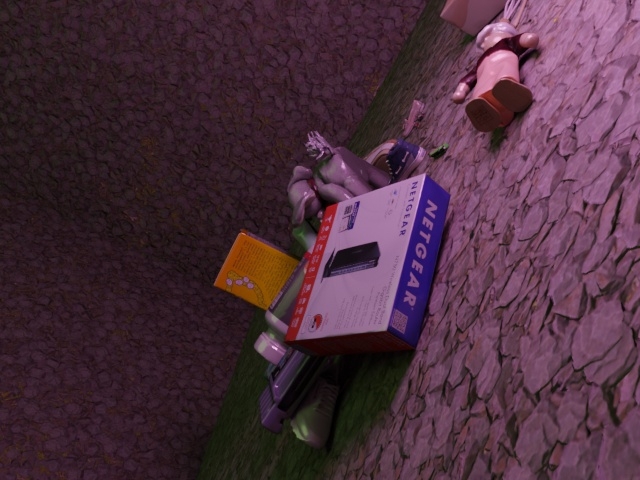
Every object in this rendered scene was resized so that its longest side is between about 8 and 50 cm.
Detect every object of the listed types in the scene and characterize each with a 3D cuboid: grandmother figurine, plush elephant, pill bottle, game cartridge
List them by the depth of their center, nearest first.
[{"bbox_3d":[0.357,-0.345,1.293,0.207,0.104,0.342,-24,28,34],"label":"grandmother figurine"},{"bbox_3d":[-0.027,0.255,1.470,0.355,0.068,0.230,-56,11,-4],"label":"game cartridge"},{"bbox_3d":[-0.038,0.186,1.704,0.319,0.176,0.176,-56,7,-2],"label":"pill bottle"},{"bbox_3d":[0.021,-0.133,1.881,0.255,0.330,0.272,-44,24,27],"label":"plush elephant"}]

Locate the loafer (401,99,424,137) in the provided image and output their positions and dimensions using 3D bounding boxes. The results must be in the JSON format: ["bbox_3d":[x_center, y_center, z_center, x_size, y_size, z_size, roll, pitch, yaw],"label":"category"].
[{"bbox_3d":[0.293,-0.398,2.080,0.125,0.039,0.045,-61,9,17],"label":"loafer"}]

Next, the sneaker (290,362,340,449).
[{"bbox_3d":[-0.002,0.358,1.399,0.095,0.090,0.235,-51,13,19],"label":"sneaker"}]

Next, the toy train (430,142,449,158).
[{"bbox_3d":[0.294,-0.222,1.574,0.024,0.017,0.083,-55,6,-11],"label":"toy train"}]

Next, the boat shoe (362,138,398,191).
[{"bbox_3d":[0.168,-0.212,2.084,0.302,0.113,0.103,-42,20,43],"label":"boat shoe"}]

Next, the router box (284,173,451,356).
[{"bbox_3d":[0.091,0.056,1.274,0.301,0.082,0.336,-17,48,49],"label":"router box"}]

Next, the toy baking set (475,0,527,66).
[{"bbox_3d":[0.431,-0.508,1.544,0.256,0.030,0.197,-55,11,50],"label":"toy baking set"}]

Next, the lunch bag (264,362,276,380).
[{"bbox_3d":[-0.097,0.368,1.968,0.176,0.090,0.219,-66,8,-12],"label":"lunch bag"}]

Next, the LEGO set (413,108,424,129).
[{"bbox_3d":[0.312,-0.382,1.997,0.054,0.023,0.083,128,153,-66],"label":"LEGO set"}]

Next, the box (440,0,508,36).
[{"bbox_3d":[0.448,-0.684,1.675,0.148,0.121,0.311,-65,7,-12],"label":"box"}]

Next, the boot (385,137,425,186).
[{"bbox_3d":[0.217,-0.216,1.807,0.190,0.086,0.069,-54,12,51],"label":"boot"}]

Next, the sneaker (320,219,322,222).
[{"bbox_3d":[0.062,-0.075,2.375,0.087,0.092,0.228,-64,8,-14],"label":"sneaker"}]

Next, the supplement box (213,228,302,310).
[{"bbox_3d":[-0.148,0.128,2.105,0.195,0.356,0.194,-63,7,2],"label":"supplement box"}]

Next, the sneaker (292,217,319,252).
[{"bbox_3d":[0.000,0.000,2.048,0.094,0.151,0.256,-43,-20,9],"label":"sneaker"}]

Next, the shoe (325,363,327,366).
[{"bbox_3d":[-0.025,0.350,1.704,0.076,0.058,0.219,-42,0,-29],"label":"shoe"}]
